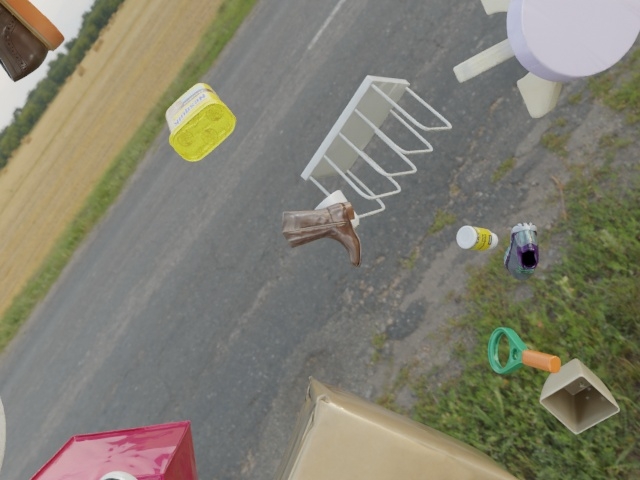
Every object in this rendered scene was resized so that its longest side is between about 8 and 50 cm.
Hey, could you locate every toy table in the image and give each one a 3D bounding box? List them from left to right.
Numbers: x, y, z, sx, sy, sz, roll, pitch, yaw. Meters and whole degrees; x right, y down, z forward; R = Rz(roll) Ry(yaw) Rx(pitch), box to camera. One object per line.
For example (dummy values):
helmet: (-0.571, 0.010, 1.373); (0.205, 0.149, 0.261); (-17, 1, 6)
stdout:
toy table: (0.334, -0.319, 0.839); (0.275, 0.252, 0.161); (-20, 6, -25)

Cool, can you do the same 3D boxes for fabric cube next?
fabric cube: (-0.374, 0.520, 1.045); (0.254, 0.259, 0.257); (-118, 21, -86)

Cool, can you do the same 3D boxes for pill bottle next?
pill bottle: (0.442, -0.004, 1.564); (0.065, 0.116, 0.065); (-10, 78, 51)

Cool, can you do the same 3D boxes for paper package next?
paper package: (0.080, 0.403, 0.779); (0.168, 0.325, 0.309); (143, 150, -82)

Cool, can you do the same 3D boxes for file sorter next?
file sorter: (0.131, -0.205, 1.277); (0.193, 0.173, 0.277); (-18, -29, -55)

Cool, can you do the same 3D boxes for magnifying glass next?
magnifying glass: (0.378, 0.217, 1.055); (0.231, 0.026, 0.092); (155, 122, -82)

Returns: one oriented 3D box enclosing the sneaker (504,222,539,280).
sneaker: (0.524, 0.057, 1.447); (0.083, 0.223, 0.098); (-7, 50, 14)

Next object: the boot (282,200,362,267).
boot: (0.000, 0.000, 0.834); (0.037, 0.114, 0.106); (166, 91, -72)

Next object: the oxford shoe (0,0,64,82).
oxford shoe: (-0.589, -0.400, 0.864); (0.132, 0.364, 0.130); (-54, 39, -6)

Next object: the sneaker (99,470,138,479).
sneaker: (-0.257, 0.381, 0.618); (0.121, 0.079, 0.216); (-75, 1, -83)

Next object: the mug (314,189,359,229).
mug: (0.031, -0.038, 0.910); (0.062, 0.064, 0.078); (-43, -7, 9)

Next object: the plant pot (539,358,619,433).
plant pot: (0.534, 0.314, 1.166); (0.109, 0.109, 0.096); (-46, 4, 29)

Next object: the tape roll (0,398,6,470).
tape roll: (-0.605, 0.305, 0.797); (0.246, 0.169, 0.245); (-8, 74, 28)

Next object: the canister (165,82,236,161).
canister: (-0.243, -0.239, 1.103); (0.126, 0.073, 0.170); (-41, 34, 4)
